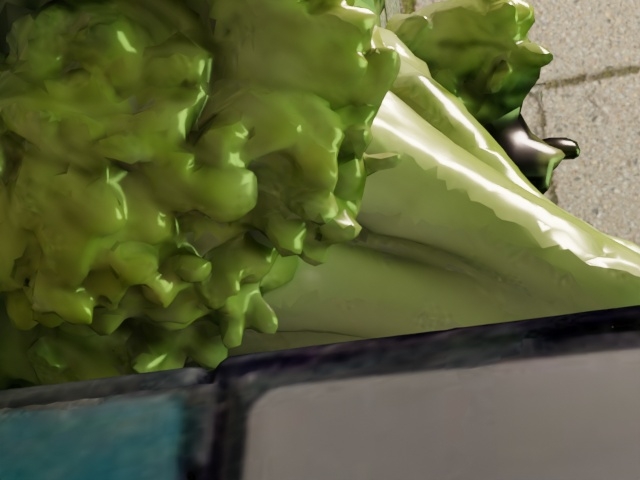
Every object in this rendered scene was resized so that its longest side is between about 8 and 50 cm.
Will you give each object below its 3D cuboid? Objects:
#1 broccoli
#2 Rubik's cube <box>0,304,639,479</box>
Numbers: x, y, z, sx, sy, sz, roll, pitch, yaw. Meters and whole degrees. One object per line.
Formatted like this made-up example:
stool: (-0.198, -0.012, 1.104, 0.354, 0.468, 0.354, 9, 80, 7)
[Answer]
broccoli: (0.003, -0.010, 0.696, 0.293, 0.280, 0.348, -51, 157, -33)
Rubik's cube: (-0.005, 0.241, 0.505, 0.313, 0.318, 0.316, -85, 162, -47)
